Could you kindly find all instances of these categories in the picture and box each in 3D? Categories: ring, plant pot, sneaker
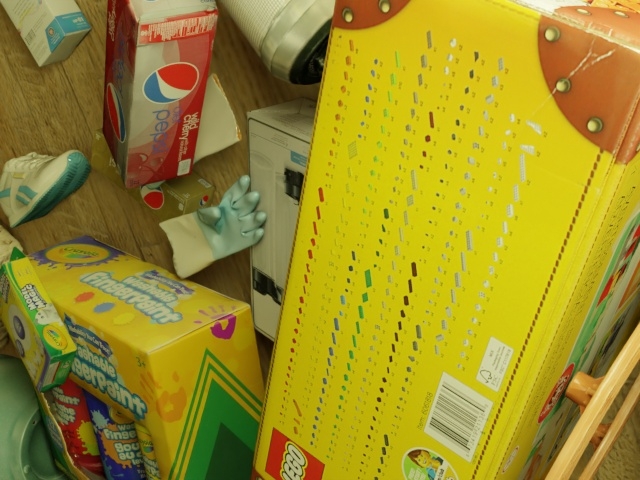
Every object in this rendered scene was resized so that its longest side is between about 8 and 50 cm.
[{"bbox_3d":[0.232,0.151,0.733,0.032,0.336,0.337,31,128,25],"label":"ring"},{"bbox_3d":[-0.513,0.346,1.505,0.196,0.293,0.293,-3,110,31],"label":"plant pot"},{"bbox_3d":[-0.439,-0.095,1.342,0.228,0.087,0.092,-25,92,42],"label":"sneaker"}]

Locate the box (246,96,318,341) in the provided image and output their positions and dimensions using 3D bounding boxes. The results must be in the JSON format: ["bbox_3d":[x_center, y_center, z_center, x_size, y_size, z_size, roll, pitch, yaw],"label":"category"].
[{"bbox_3d":[0.000,0.000,1.002,0.169,0.087,0.290,29,129,40],"label":"box"}]

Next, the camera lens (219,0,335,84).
[{"bbox_3d":[-0.016,-0.299,0.789,0.274,0.219,0.219,54,134,4],"label":"camera lens"}]

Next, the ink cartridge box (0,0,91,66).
[{"bbox_3d":[-0.385,-0.319,1.204,0.088,0.052,0.123,-30,93,44],"label":"ink cartridge box"}]

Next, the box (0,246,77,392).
[{"bbox_3d":[-0.396,0.105,1.184,0.179,0.043,0.105,57,140,21],"label":"box"}]

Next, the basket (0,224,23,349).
[{"bbox_3d":[-0.740,0.097,1.532,0.266,0.331,0.328,36,131,12],"label":"basket"}]

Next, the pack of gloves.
[{"bbox_3d":[-0.163,-0.064,1.053,0.232,0.046,0.195,-24,90,49],"label":"pack of gloves"}]

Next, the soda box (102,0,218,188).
[{"bbox_3d":[-0.174,-0.172,0.914,0.092,0.083,0.263,64,153,25],"label":"soda box"}]

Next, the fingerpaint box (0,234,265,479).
[{"bbox_3d":[-0.266,0.226,1.253,0.444,0.163,0.371,18,123,46],"label":"fingerpaint box"}]

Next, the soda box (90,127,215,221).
[{"bbox_3d":[-0.232,-0.089,1.190,0.181,0.058,0.061,36,130,21],"label":"soda box"}]

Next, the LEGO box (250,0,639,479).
[{"bbox_3d":[0.154,0.006,0.700,0.193,0.372,0.501,30,127,25],"label":"LEGO box"}]
